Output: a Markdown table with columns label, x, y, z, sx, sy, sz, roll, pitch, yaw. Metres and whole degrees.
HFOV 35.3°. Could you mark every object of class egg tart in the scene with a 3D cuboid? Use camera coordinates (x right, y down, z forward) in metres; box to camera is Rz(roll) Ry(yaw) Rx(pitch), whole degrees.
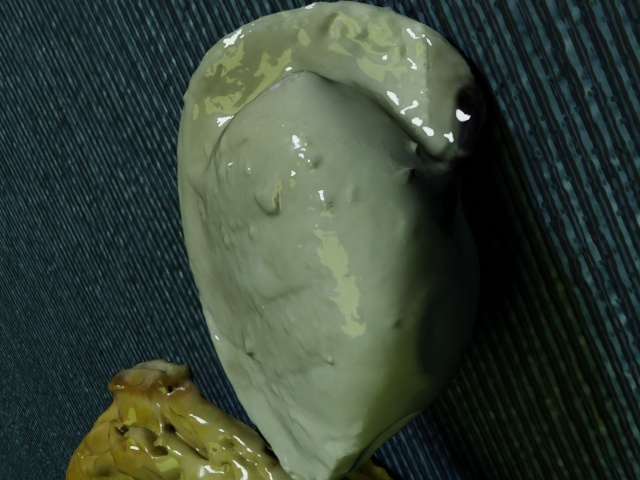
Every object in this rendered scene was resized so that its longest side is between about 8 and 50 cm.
| label | x | y | z | sx | sy | sz | roll | pitch | yaw |
| --- | --- | --- | --- | --- | --- | --- | --- | --- | --- |
| egg tart | -0.006 | 0.212 | 0.554 | 0.341 | 0.129 | 0.341 | 32 | 137 | 36 |

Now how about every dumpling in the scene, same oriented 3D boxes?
| label | x | y | z | sx | sy | sz | roll | pitch | yaw |
| --- | --- | --- | --- | --- | --- | --- | --- | --- | --- |
| dumpling | 0.000 | -0.001 | 0.405 | 0.150 | 0.092 | 0.176 | 28 | 135 | 36 |
